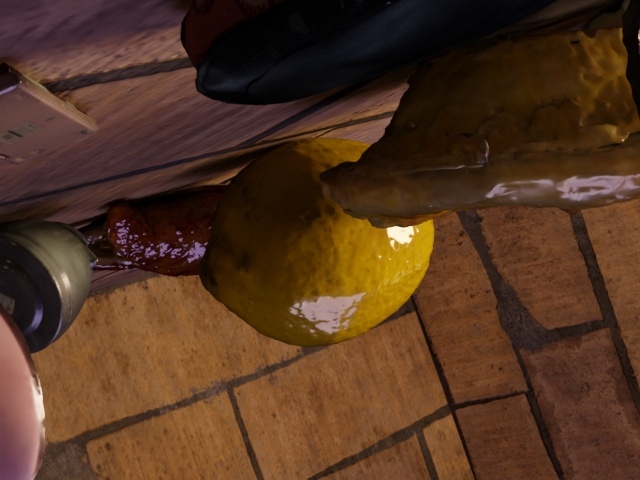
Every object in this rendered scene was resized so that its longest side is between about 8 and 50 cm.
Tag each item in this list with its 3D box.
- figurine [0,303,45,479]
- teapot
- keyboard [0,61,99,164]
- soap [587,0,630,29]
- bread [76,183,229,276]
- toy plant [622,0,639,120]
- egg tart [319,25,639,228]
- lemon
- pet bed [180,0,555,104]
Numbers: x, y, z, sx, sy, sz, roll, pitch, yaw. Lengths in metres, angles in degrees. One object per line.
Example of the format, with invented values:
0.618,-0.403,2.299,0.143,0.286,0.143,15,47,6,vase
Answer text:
-0.256,0.100,0.415,0.206,0.284,0.315,-22,166,30,figurine
-0.261,0.037,0.995,0.149,0.111,0.108,-26,-170,28,teapot
-0.150,-0.058,0.549,0.055,0.017,0.166,-24,179,0,keyboard
0.286,-0.180,0.988,0.100,0.056,0.149,-22,179,10,soap
-0.151,-0.003,1.215,0.139,0.095,0.269,-30,168,40,bread
0.272,-0.104,0.415,0.247,0.247,0.332,-19,177,-5,toy plant
0.169,-0.089,0.877,0.341,0.132,0.341,-9,-177,0,egg tart
0.000,0.000,1.119,0.260,0.204,0.204,-19,179,-28,lemon
0.038,-0.106,0.461,0.201,0.053,0.201,-18,180,0,pet bed
